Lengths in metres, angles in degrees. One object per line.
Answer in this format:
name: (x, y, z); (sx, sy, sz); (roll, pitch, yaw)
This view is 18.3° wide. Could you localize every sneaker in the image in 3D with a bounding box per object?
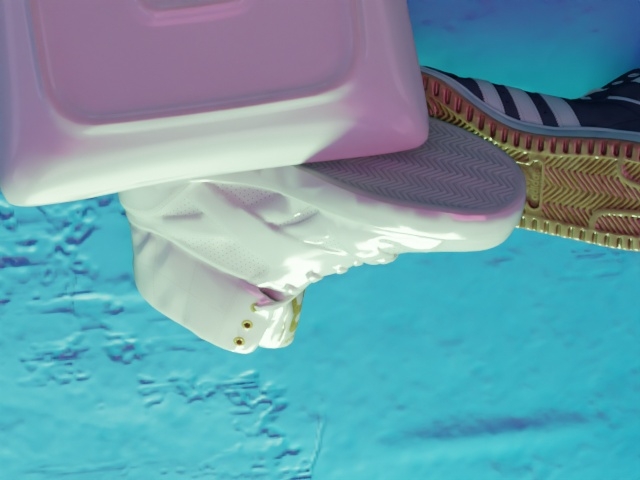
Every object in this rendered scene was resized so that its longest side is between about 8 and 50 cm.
sneaker: (0.144, -0.075, 1.381); (0.282, 0.153, 0.099); (17, 117, 18)
sneaker: (0.000, 0.000, 1.342); (0.292, 0.108, 0.169); (11, 126, 21)

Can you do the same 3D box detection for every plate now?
plate: (-0.084, -0.177, 1.255); (0.277, 0.045, 0.278); (-8, 85, -3)
